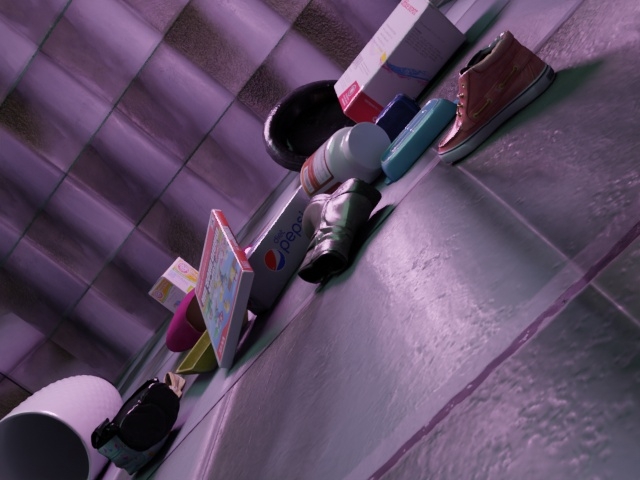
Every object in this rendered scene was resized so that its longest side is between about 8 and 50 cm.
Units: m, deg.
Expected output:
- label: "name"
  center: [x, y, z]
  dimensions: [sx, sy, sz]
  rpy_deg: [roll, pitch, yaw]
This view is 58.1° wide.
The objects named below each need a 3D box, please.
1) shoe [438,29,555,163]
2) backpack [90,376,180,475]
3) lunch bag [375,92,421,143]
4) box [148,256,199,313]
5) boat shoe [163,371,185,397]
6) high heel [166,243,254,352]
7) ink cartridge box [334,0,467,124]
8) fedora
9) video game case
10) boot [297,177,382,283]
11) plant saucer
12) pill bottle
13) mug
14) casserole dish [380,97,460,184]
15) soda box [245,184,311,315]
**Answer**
- label: "shoe"
  center: [0.192, -0.174, 0.713]
  dimensions: [0.178, 0.081, 0.063]
  rpy_deg: [-41, 14, 45]
- label: "backpack"
  center: [-0.352, 0.365, 1.096]
  dimensions: [0.182, 0.115, 0.152]
  rpy_deg: [-44, 0, 37]
- label: "lunch bag"
  center: [0.161, -0.253, 1.178]
  dimensions: [0.098, 0.067, 0.065]
  rpy_deg: [-45, 12, 26]
- label: "box"
  center: [-0.411, 0.169, 1.801]
  dimensions: [0.103, 0.203, 0.114]
  rpy_deg: [-44, 12, 32]
- label: "boat shoe"
  center: [-0.349, 0.348, 1.327]
  dimensions: [0.056, 0.048, 0.153]
  rpy_deg: [-50, 10, 7]
- label: "high heel"
  center: [-0.264, 0.149, 1.437]
  dimensions: [0.377, 0.127, 0.181]
  rpy_deg: [-50, 6, 2]
- label: "ink cartridge box"
  center: [0.182, -0.429, 1.402]
  dimensions: [0.306, 0.131, 0.226]
  rpy_deg: [-47, 23, 22]
- label: "fedora"
  center: [0.007, -0.296, 1.643]
  dimensions: [0.334, 0.334, 0.152]
  rpy_deg: [-54, -23, -18]
- label: "video game case"
  center: [-0.197, 0.085, 1.138]
  dimensions: [0.285, 0.025, 0.204]
  rpy_deg: [-130, 51, -57]
- label: "boot"
  center: [0.000, 0.000, 0.965]
  dimensions: [0.161, 0.083, 0.246]
  rpy_deg: [-61, 12, -23]
- label: "plant saucer"
  center: [-0.229, 0.221, 1.262]
  dimensions: [0.188, 0.045, 0.188]
  rpy_deg: [-55, 11, -26]
- label: "pill bottle"
  center: [0.050, -0.151, 1.147]
  dimensions: [0.121, 0.121, 0.216]
  rpy_deg: [-55, 11, -24]
- label: "mug"
  center: [-0.691, 0.562, 1.571]
  dimensions: [0.328, 0.276, 0.374]
  rpy_deg: [-76, -4, -80]
- label: "casserole dish"
  center: [0.163, -0.178, 0.992]
  dimensions: [0.188, 0.037, 0.114]
  rpy_deg: [-50, 9, 11]
- label: "soda box"
  center: [-0.085, 0.014, 1.223]
  dimensions: [0.286, 0.098, 0.091]
  rpy_deg: [-57, 11, -28]
